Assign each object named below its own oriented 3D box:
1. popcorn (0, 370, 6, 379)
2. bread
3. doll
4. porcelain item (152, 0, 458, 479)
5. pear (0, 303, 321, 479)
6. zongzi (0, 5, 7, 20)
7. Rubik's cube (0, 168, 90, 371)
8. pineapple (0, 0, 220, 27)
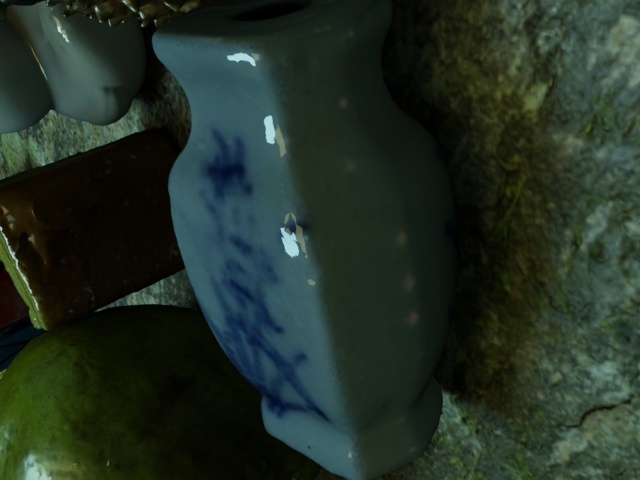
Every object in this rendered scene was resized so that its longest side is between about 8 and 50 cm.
[{"bbox_3d":[-0.607,0.248,1.757,0.162,0.135,0.141,-38,100,15],"label":"popcorn"},{"bbox_3d":[-0.267,-0.019,1.015,0.110,0.234,0.184,-1,113,55],"label":"bread"},{"bbox_3d":[-0.331,-0.216,0.982,0.251,0.221,0.221,-14,102,53],"label":"doll"},{"bbox_3d":[0.000,0.000,0.725,0.242,0.178,0.405,18,131,44],"label":"porcelain item"},{"bbox_3d":[-0.205,0.241,1.007,0.413,0.352,0.352,11,124,29],"label":"pear"},{"bbox_3d":[-0.461,-0.378,1.142,0.300,0.138,0.286,9,110,29],"label":"zongzi"},{"bbox_3d":[-0.549,0.068,1.444,0.255,0.259,0.260,59,150,7],"label":"Rubik's cube"},{"bbox_3d":[-0.214,-0.257,0.665,0.223,0.357,0.223,29,131,38],"label":"pineapple"}]
